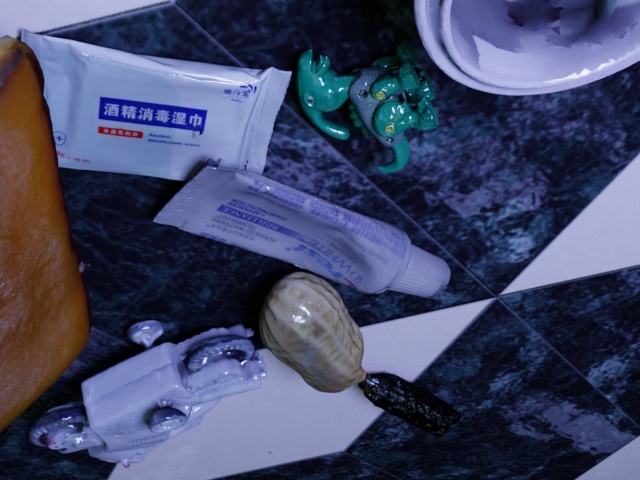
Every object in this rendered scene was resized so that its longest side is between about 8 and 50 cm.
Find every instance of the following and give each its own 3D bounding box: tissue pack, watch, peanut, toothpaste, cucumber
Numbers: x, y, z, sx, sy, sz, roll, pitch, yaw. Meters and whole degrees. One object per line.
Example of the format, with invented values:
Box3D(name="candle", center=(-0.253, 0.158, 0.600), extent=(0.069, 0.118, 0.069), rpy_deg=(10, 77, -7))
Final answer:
Box3D(name="tissue pack", center=(-0.129, -0.095, 0.608), extent=(0.193, 0.026, 0.122), rpy_deg=(4, 137, -16))
Box3D(name="watch", center=(0.170, -0.184, 0.454), extent=(0.244, 0.196, 0.231), rpy_deg=(-4, 146, -12))
Box3D(name="peanut", center=(-0.007, 0.103, 0.819), extent=(0.093, 0.083, 0.194), rpy_deg=(-17, 140, 8))
Box3D(name="toothpaste", center=(0.001, -0.002, 0.711), extent=(0.282, 0.068, 0.099), rpy_deg=(18, 118, -30))
Box3D(name="cucumber", center=(0.110, 0.202, 0.986), extent=(0.053, 0.053, 0.181), rpy_deg=(-35, 131, 26))

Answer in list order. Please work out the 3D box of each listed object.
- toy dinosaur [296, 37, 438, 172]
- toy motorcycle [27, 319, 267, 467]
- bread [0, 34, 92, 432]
Box3D(name="toy dinosaur", center=(0.039, -0.104, 0.619), extent=(0.096, 0.059, 0.132), rpy_deg=(-16, 131, 20))
Box3D(name="toy motorcycle", center=(-0.176, 0.173, 0.861), extent=(0.260, 0.110, 0.171), rpy_deg=(-26, 154, 7))
Box3D(name="bread", center=(-0.318, 0.054, 0.529), extent=(0.143, 0.333, 0.323), rpy_deg=(31, 144, 19))
